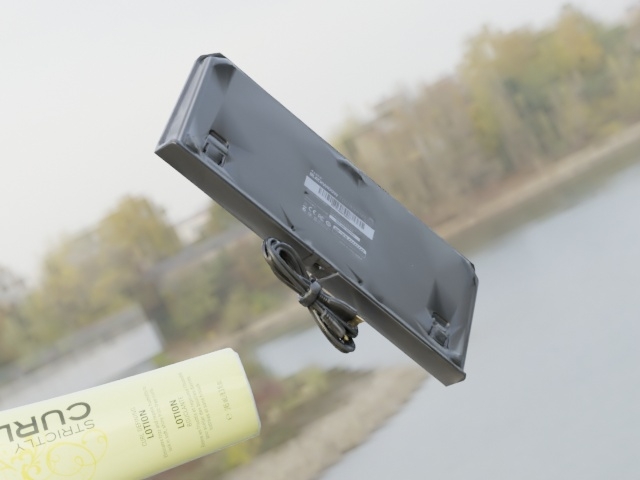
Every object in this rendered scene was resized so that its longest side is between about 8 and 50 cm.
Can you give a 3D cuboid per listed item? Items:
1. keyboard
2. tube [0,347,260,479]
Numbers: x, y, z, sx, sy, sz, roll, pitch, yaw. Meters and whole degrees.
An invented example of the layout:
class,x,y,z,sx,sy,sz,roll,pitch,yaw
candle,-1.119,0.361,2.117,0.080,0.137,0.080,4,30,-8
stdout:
class,x,y,z,sx,sy,sz,roll,pitch,yaw
keyboard,0.000,0.000,0.898,0.023,0.180,0.108,-38,23,34
tube,-0.159,0.135,1.251,0.240,0.070,0.062,-17,-45,-11
